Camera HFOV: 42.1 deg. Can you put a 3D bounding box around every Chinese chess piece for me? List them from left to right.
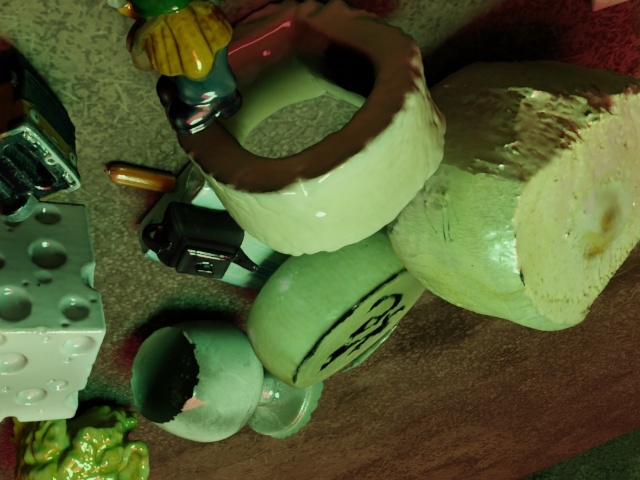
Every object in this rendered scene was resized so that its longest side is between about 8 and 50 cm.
[{"bbox_3d":[0.039,0.104,1.419,0.349,0.146,0.349,-36,160,-15],"label":"Chinese chess piece"}]

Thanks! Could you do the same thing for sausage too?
[{"bbox_3d":[-0.269,-0.092,1.229,0.107,0.031,0.031,8,135,-33],"label":"sausage"}]

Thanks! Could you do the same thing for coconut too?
[{"bbox_3d":[0.270,-0.078,1.230,0.404,0.405,0.405,-12,143,-10],"label":"coconut"}]

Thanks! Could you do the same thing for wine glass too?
[{"bbox_3d":[-0.181,0.266,1.568,0.238,0.238,0.323,-38,150,24],"label":"wine glass"}]

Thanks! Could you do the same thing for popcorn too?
[{"bbox_3d":[-0.472,0.436,1.641,0.292,0.237,0.293,-11,146,-7],"label":"popcorn"}]

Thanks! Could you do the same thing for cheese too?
[{"bbox_3d":[-0.024,-0.153,1.044,0.292,0.332,0.153,-45,145,-10],"label":"cheese"}]

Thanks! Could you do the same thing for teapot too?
[{"bbox_3d":[-0.173,0.014,1.213,0.177,0.096,0.087,12,129,-28],"label":"teapot"}]

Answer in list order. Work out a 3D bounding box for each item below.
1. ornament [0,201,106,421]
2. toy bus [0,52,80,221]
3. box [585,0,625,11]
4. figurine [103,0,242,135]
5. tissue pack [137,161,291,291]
[{"bbox_3d":[-0.470,0.105,1.214,0.239,0.239,0.240,3,138,-28],"label":"ornament"},{"bbox_3d":[-0.446,-0.102,1.026,0.275,0.167,0.138,-20,144,8],"label":"toy bus"},{"bbox_3d":[0.430,-0.421,1.125,0.122,0.032,0.220,-18,143,-3],"label":"box"},{"bbox_3d":[-0.157,-0.289,0.877,0.204,0.185,0.332,-36,134,0],"label":"figurine"},{"bbox_3d":[-0.138,-0.016,1.340,0.263,0.089,0.177,22,124,-39],"label":"tissue pack"}]
